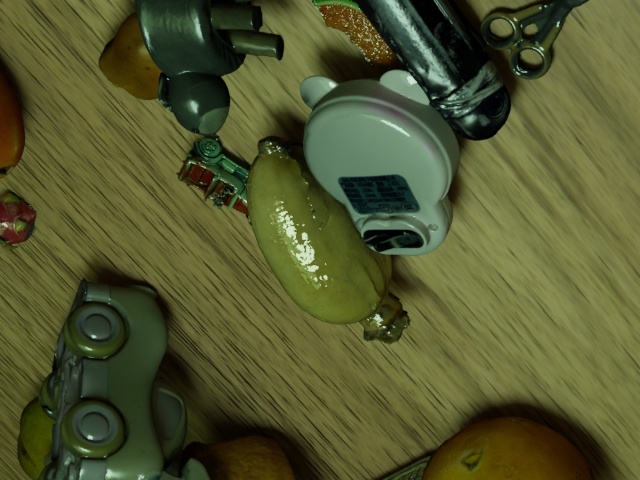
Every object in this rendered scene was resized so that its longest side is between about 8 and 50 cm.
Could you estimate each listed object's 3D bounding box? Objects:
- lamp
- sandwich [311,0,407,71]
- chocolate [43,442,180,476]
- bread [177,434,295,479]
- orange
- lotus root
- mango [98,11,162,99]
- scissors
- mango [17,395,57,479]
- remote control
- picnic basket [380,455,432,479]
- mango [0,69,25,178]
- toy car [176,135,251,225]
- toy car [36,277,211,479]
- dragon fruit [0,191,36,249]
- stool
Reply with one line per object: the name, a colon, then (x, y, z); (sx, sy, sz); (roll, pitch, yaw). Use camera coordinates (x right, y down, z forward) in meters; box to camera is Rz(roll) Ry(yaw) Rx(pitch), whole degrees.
lamp: (0.080, -0.092, 1.515); (0.179, 0.108, 0.246); (3, 130, 34)
sandwich: (0.053, -0.236, 1.458); (0.135, 0.029, 0.067); (38, 143, -6)
chocolate: (-0.308, 0.384, 2.096); (0.161, 0.083, 0.261); (-37, 133, 11)
bread: (-0.116, 0.432, 1.983); (0.312, 0.172, 0.312); (165, 90, -73)
orange: (0.244, 0.349, 1.724); (0.240, 0.240, 0.240); (17, 135, 17)
lotus root: (-0.003, 0.002, 1.622); (0.131, 0.146, 0.303); (-17, 116, 36)
mango: (-0.204, -0.223, 1.589); (0.105, 0.084, 0.159); (47, 157, -14)
scissors: (0.254, -0.245, 1.340); (0.088, 0.017, 0.220); (45, 136, -6)
mango: (-0.429, 0.340, 2.198); (0.167, 0.130, 0.262); (33, 142, 0)
remote control: (0.117, -0.217, 1.380); (0.266, 0.090, 0.066); (52, 173, -14)
picnic basket: (0.184, 0.474, 1.923); (0.313, 0.175, 0.228); (39, 137, -12)
mango: (-0.491, -0.208, 1.735); (0.289, 0.129, 0.146); (56, 151, -12)
toy car: (-0.112, -0.068, 1.691); (0.143, 0.054, 0.073); (35, 136, -1)
toy car: (-0.280, 0.250, 1.904); (0.226, 0.336, 0.242); (10, 141, -18)
dragon fruit: (-0.454, -0.021, 1.935); (0.056, 0.060, 0.083); (31, 135, 8)
stool: (-0.112, -0.239, 1.457); (0.139, 0.153, 0.228); (1, 119, 19)
